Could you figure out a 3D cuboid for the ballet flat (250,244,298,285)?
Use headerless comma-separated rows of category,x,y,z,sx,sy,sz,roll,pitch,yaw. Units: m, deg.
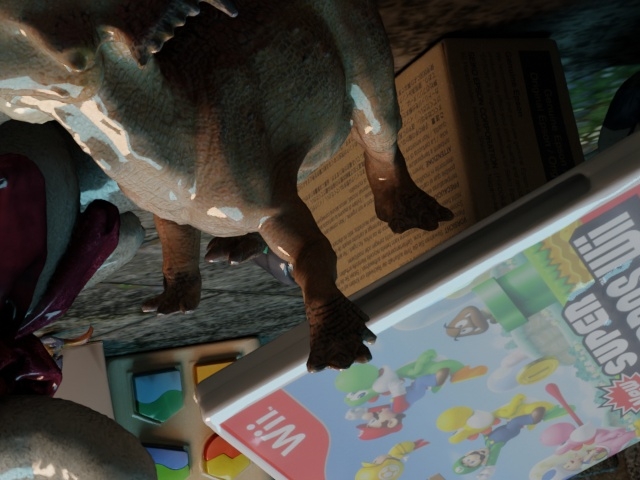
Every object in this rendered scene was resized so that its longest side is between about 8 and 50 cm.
ballet flat,0.000,0.000,1.059,0.074,0.074,0.203,-18,173,26

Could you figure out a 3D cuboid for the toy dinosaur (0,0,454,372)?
toy dinosaur,-0.027,-0.075,0.553,0.127,0.200,0.295,-2,-160,22

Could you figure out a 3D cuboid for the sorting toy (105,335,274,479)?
sorting toy,-0.156,0.225,1.617,0.208,0.193,0.038,-8,-175,-24

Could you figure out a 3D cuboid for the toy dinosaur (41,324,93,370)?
toy dinosaur,-0.284,0.118,1.372,0.090,0.047,0.082,-17,-170,-28

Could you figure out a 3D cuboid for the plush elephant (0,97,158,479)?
plush elephant,-0.184,0.055,0.660,0.330,0.255,0.272,-14,168,11

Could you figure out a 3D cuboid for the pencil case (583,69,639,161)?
pencil case,0.259,-0.086,0.670,0.184,0.160,0.410,-25,169,-7

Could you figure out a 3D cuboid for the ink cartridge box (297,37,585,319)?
ink cartridge box,0.072,0.006,0.832,0.088,0.193,0.235,-5,167,-27

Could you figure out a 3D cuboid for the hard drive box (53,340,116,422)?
hard drive box,-0.284,0.248,1.501,0.089,0.232,0.181,-8,168,-22

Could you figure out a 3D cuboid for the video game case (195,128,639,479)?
video game case,0.109,0.059,0.669,0.285,0.025,0.204,-30,136,12
